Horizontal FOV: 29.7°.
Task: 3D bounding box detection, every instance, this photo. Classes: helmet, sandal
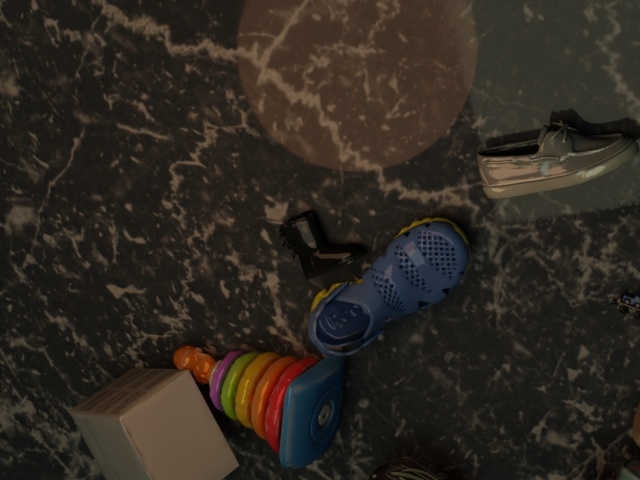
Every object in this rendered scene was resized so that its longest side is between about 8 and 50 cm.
[{"bbox_3d":[0.152,0.430,1.925,0.169,0.169,0.162,17,133,14],"label":"helmet"},{"bbox_3d":[0.095,0.085,1.814,0.317,0.138,0.126,-41,92,28],"label":"sandal"}]

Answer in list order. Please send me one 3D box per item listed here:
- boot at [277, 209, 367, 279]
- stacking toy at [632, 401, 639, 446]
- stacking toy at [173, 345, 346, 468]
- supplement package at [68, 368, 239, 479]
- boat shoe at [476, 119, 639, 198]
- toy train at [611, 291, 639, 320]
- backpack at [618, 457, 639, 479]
[{"bbox_3d":[0.000,0.000,1.868,0.121,0.045,0.099,-21,99,28],"label":"boot"},{"bbox_3d":[0.621,0.303,1.720,0.330,0.141,0.141,28,119,0],"label":"stacking toy"},{"bbox_3d":[-0.119,0.237,1.967,0.301,0.175,0.166,17,115,26],"label":"stacking toy"},{"bbox_3d":[-0.279,0.331,2.013,0.203,0.149,0.194,-7,113,55],"label":"supplement package"},{"bbox_3d":[0.321,-0.120,1.670,0.227,0.079,0.081,-13,111,29],"label":"boat shoe"},{"bbox_3d":[0.497,0.108,1.729,0.158,0.027,0.036,19,114,12],"label":"toy train"},{"bbox_3d":[0.488,0.423,1.759,0.253,0.225,0.191,8,92,23],"label":"backpack"}]
